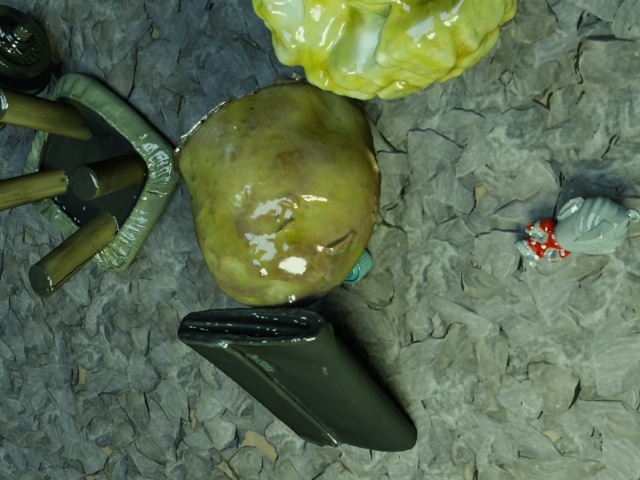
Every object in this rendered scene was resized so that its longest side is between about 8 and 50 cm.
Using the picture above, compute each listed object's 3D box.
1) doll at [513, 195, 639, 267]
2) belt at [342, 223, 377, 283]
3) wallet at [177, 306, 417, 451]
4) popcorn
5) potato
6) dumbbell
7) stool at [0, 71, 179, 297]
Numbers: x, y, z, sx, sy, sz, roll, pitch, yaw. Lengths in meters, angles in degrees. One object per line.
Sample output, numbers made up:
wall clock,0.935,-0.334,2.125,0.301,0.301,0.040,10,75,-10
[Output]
doll,0.343,-0.011,0.963,0.180,0.079,0.094,-26,106,43
belt,-0.003,0.002,1.149,0.179,0.065,0.100,16,120,22
wallet,-0.018,0.221,1.071,0.228,0.062,0.406,-5,144,26
popcorn,0.087,-0.346,0.913,0.334,0.292,0.293,40,143,5
potato,-0.027,-0.040,0.977,0.289,0.301,0.237,-49,48,22
dumbbell,-0.619,-0.310,1.310,0.290,0.192,0.192,-27,90,30
stool,-0.457,-0.106,1.263,0.310,0.226,0.310,40,116,13
